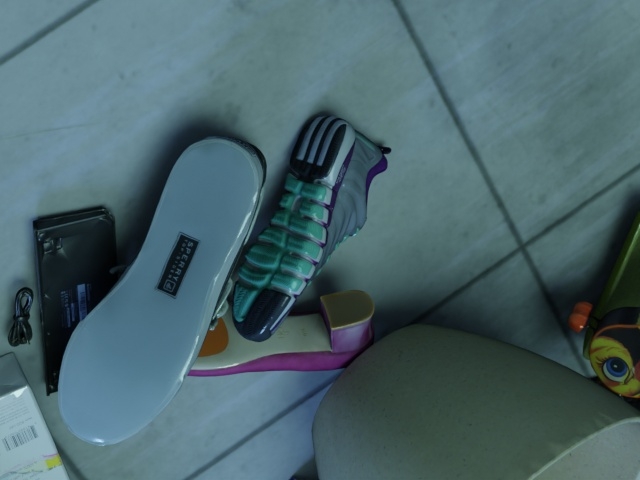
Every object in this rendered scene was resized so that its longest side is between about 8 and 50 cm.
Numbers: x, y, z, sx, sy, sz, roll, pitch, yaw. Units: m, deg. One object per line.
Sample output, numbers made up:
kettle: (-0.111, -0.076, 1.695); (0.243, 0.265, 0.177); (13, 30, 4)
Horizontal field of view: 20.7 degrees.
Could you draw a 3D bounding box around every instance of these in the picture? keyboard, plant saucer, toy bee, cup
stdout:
keyboard: (-0.239, 0.059, 1.614); (0.108, 0.023, 0.180); (-15, 121, -25)
plant saucer: (0.379, 0.046, 1.884); (0.188, 0.045, 0.188); (9, 113, -30)
toy bee: (0.337, 0.108, 1.769); (0.162, 0.195, 0.298); (44, 96, -2)
cup: (0.129, 0.218, 1.714); (0.331, 0.237, 0.331); (-33, 151, -21)

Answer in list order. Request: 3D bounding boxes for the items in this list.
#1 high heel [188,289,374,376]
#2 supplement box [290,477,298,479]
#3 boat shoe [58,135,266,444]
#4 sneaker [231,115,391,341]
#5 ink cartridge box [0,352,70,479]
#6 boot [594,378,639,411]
high heel: (-0.066, 0.105, 1.705); (0.244, 0.082, 0.117); (-14, 152, -12)
supplement box: (-0.042, 0.377, 1.827); (0.111, 0.114, 0.220); (36, 96, -36)
boat shoe: (-0.139, 0.044, 1.600); (0.113, 0.105, 0.306); (24, 96, 9)
sneaker: (0.000, 0.000, 1.642); (0.098, 0.083, 0.223); (23, 93, -42)
ink cartridge box: (-0.301, 0.218, 1.643); (0.115, 0.067, 0.198); (-23, 123, -12)
boot: (0.310, 0.211, 1.942); (0.219, 0.082, 0.106); (-5, 141, -28)
